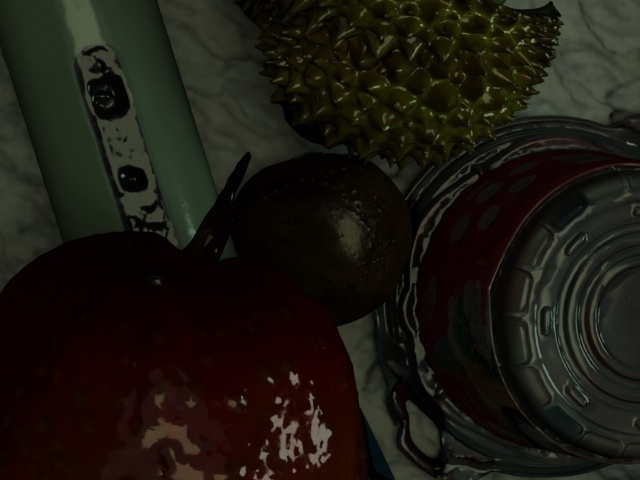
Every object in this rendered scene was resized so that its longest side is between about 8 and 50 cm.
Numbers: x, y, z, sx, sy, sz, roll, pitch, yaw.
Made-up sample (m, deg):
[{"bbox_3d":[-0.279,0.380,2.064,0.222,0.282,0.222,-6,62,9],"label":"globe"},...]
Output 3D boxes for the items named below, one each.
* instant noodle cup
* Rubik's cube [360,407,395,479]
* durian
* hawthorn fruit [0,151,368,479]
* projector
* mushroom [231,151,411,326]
[{"bbox_3d":[0.178,0.042,1.033,0.258,0.181,0.302,30,86,-11],"label":"instant noodle cup"},{"bbox_3d":[-0.022,0.192,1.004,0.190,0.178,0.211,-31,97,-6],"label":"Rubik's cube"},{"bbox_3d":[0.022,-0.124,0.997,0.237,0.193,0.138,25,108,6],"label":"durian"},{"bbox_3d":[-0.075,0.096,0.872,0.254,0.254,0.300,22,79,-12],"label":"hawthorn fruit"},{"bbox_3d":[-0.150,-0.127,0.995,0.108,0.108,0.338,-18,96,-11],"label":"projector"},{"bbox_3d":[0.000,0.000,1.044,0.127,0.087,0.127,3,100,18],"label":"mushroom"}]
